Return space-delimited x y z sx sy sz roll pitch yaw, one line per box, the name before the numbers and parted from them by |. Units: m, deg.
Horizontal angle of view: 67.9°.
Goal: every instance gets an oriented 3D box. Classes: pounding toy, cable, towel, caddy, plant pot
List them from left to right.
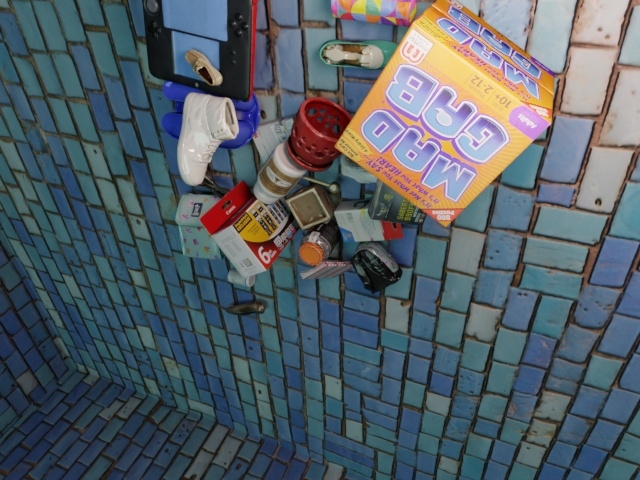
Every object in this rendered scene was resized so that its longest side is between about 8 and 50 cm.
cable | -0.441 -0.213 1.856 0.287 0.072 0.139 47 136 13
caddy | -0.374 -0.439 1.621 0.341 0.179 0.241 13 107 19
pounding toy | -0.011 -0.165 1.698 0.206 0.094 0.181 -22 107 27
plant pot | -0.008 -0.324 1.504 0.191 0.191 0.174 36 135 -1
towel | 0.036 0.110 1.833 0.144 0.197 0.029 -30 68 41

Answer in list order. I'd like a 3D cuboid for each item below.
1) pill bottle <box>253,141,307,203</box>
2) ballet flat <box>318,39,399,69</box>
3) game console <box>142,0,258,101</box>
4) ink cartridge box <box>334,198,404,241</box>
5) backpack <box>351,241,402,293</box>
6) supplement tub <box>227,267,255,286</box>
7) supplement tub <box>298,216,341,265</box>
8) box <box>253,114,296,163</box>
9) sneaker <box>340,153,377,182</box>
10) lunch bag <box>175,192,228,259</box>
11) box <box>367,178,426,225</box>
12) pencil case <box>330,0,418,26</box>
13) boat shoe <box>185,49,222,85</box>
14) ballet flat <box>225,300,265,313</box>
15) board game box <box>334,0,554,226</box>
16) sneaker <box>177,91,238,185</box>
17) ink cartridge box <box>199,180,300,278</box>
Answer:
pill bottle | -0.144 -0.224 1.644 0.131 0.131 0.229 41 140 -6
ballet flat | 0.106 -0.526 1.360 0.247 0.087 0.083 11 128 20
game console | -0.363 -0.617 1.409 0.387 0.060 0.342 20 122 17
ink cartridge box | 0.179 -0.073 1.670 0.231 0.078 0.134 -3 123 29
backpack | 0.198 0.088 1.758 0.152 0.115 0.182 -36 102 29
supplement tub | -0.352 0.165 2.132 0.107 0.071 0.071 11 128 21
supplement tub | 0.000 0.000 1.742 0.117 0.190 0.117 14 128 18
box | -0.141 -0.346 1.658 0.186 0.038 0.145 -7 121 30
sneaker | 0.175 -0.226 1.567 0.232 0.090 0.115 18 161 1
lunch bag | -0.470 -0.064 1.966 0.223 0.160 0.262 5 110 29
box | 0.267 -0.165 1.491 0.183 0.056 0.231 7 120 -14
pencil case | 0.140 -0.632 1.258 0.236 0.104 0.104 18 130 15
boat shoe | -0.353 -0.513 1.413 0.135 0.045 0.050 40 131 0
ballet flat | -0.356 0.321 2.267 0.250 0.058 0.084 -12 153 40
board game box | 0.320 -0.335 1.213 0.356 0.356 0.356 35 132 -1
sneaker | -0.346 -0.306 1.482 0.169 0.108 0.292 12 104 22
ink cartridge box | -0.244 -0.066 1.739 0.130 0.309 0.272 -22 112 37
